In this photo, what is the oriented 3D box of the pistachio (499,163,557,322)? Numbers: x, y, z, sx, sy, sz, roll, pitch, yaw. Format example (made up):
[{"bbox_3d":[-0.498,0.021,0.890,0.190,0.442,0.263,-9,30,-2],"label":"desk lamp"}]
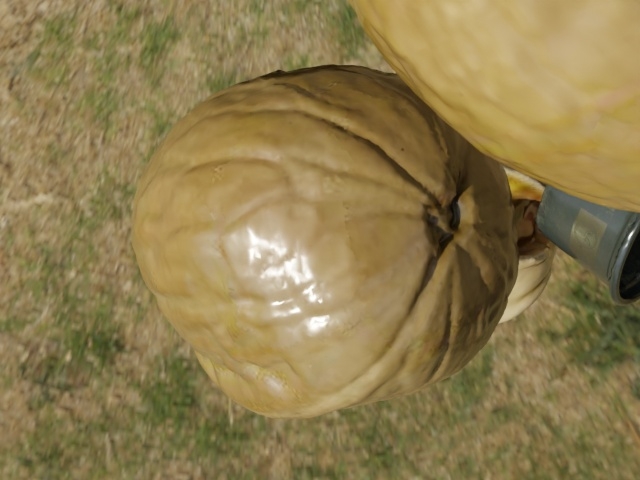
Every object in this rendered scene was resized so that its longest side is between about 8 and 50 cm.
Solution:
[{"bbox_3d":[0.116,-0.032,1.405,0.321,0.238,0.229,8,85,-43],"label":"pistachio"}]

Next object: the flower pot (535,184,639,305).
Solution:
[{"bbox_3d":[0.268,-0.033,1.297,0.107,0.157,0.157,33,109,26],"label":"flower pot"}]

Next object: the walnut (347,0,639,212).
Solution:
[{"bbox_3d":[0.163,-0.158,0.594,0.333,0.333,0.332,-1,110,-2],"label":"walnut"}]

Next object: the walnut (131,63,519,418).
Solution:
[{"bbox_3d":[0.000,0.000,0.838,0.228,0.228,0.228,-1,110,-2],"label":"walnut"}]
